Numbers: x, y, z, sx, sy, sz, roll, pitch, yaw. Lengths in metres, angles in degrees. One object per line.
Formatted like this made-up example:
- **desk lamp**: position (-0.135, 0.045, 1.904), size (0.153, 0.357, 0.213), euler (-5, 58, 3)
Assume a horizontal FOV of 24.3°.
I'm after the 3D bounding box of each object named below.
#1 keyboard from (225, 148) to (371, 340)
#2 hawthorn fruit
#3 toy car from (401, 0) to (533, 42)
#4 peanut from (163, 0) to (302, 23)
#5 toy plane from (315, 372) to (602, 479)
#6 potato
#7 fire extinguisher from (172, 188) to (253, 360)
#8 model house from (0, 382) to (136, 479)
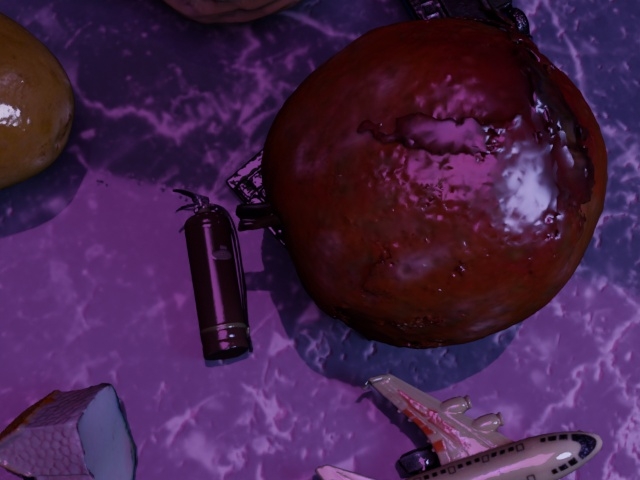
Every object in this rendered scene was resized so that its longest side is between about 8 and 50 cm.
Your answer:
- **keyboard**: position (0.000, 0.000, 1.388), size (0.061, 0.013, 0.204), euler (-41, 81, -11)
- **hawthorn fruit**: position (0.100, -0.045, 1.269), size (0.316, 0.316, 0.315), euler (1, 76, -2)
- **toy car**: position (0.120, -0.238, 1.428), size (0.103, 0.063, 0.216), euler (-24, 72, -8)
- **peanut**: position (-0.138, -0.290, 1.396), size (0.313, 0.149, 0.149), euler (16, 76, 2)
- **toy plane**: position (0.128, 0.214, 1.299), size (0.244, 0.092, 0.229), euler (-16, 75, -7)
- **potato**: position (-0.303, -0.118, 1.340), size (0.158, 0.178, 0.203), euler (16, 50, -13)
- **fire extinguisher**: position (-0.097, 0.029, 1.362), size (0.064, 0.043, 0.158), euler (0, 74, -33)
- **model house**: position (-0.227, 0.188, 1.303), size (0.100, 0.088, 0.100), euler (-9, 109, 19)
